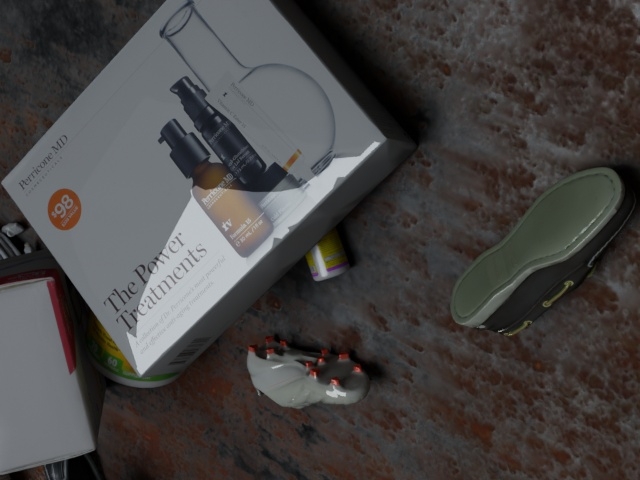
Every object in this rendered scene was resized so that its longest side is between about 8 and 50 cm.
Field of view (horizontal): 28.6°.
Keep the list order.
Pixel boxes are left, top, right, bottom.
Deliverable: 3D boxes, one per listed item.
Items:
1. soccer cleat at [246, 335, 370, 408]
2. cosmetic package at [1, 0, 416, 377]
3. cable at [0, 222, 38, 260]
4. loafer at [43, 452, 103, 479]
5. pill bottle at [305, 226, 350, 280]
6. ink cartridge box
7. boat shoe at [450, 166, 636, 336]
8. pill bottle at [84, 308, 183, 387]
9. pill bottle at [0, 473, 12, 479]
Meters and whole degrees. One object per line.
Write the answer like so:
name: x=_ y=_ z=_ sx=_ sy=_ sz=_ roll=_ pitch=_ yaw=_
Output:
soccer cleat: x=-0.011 y=0.164 z=1.453 sx=0.196 sy=0.068 sz=0.076 roll=12 pitch=119 yaw=47
cosmetic package: x=-0.129 y=-0.081 z=1.343 sx=0.377 sy=0.097 sz=0.284 roll=-44 pitch=71 yaw=18
cable: x=-0.505 y=0.104 z=1.865 sx=0.257 sy=0.089 sz=0.257 roll=-1 pitch=105 yaw=43
loafer: x=-0.340 y=0.392 z=1.834 sx=0.078 sy=0.076 sz=0.223 roll=-24 pitch=88 yaw=48
pill bottle: x=0.000 y=0.000 z=1.388 sx=0.043 sy=0.043 sz=0.083 roll=-16 pitch=95 yaw=45
ink cartridge box: x=-0.366 y=0.140 z=1.612 sx=0.306 sy=0.131 sz=0.226 roll=-129 pitch=25 yaw=-80
boat shoe: x=0.217 y=0.014 z=1.179 sx=0.228 sy=0.068 sz=0.081 roll=-43 pitch=36 yaw=39
pill bottle: x=-0.201 y=0.048 z=1.527 sx=0.136 sy=0.136 sz=0.246 roll=38 pitch=128 yaw=26
pill bottle: x=-0.612 y=0.339 z=2.001 sx=0.169 sy=0.169 sz=0.302 roll=-35 pitch=81 yaw=45
